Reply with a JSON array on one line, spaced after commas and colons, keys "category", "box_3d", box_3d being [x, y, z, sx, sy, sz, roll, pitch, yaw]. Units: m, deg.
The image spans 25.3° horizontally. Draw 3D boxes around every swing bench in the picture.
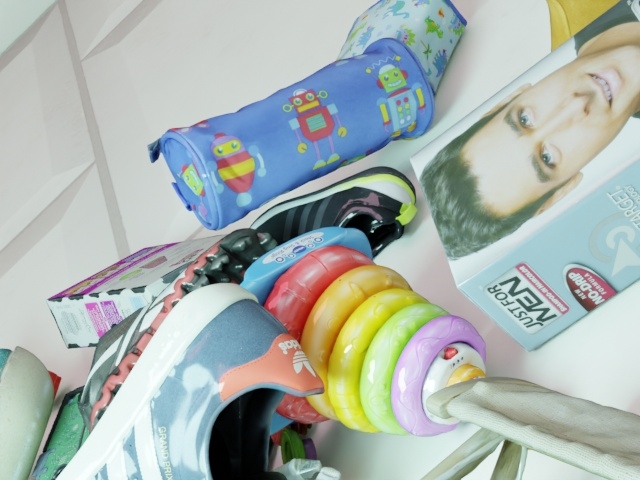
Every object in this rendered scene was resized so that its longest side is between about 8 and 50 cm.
[{"category": "swing bench", "box_3d": [0.152, 0.209, 0.916, 0.254, 0.165, 0.253, -53, 27, -14]}]

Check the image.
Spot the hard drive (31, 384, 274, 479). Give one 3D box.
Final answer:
[{"category": "hard drive", "box_3d": [-0.176, 0.215, 1.496, 0.339, 0.064, 0.237, -26, 33, 34]}]

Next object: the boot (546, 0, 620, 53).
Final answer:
[{"category": "boot", "box_3d": [0.237, -0.215, 1.327, 0.295, 0.211, 0.104, -31, 30, 29]}]

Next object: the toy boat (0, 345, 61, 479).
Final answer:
[{"category": "toy boat", "box_3d": [-0.400, 0.218, 1.675, 0.318, 0.148, 0.267, -93, 24, -68]}]

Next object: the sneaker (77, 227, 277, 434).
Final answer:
[{"category": "sneaker", "box_3d": [-0.151, 0.095, 1.444, 0.276, 0.097, 0.135, -54, 30, -12]}]

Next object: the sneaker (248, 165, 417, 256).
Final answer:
[{"category": "sneaker", "box_3d": [0.000, 0.000, 1.515, 0.235, 0.084, 0.097, -30, 32, 29]}]

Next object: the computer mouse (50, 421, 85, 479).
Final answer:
[{"category": "computer mouse", "box_3d": [-0.234, 0.202, 1.498, 0.071, 0.041, 0.242, -25, 39, 52]}]

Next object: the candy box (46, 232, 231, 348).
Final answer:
[{"category": "candy box", "box_3d": [-0.190, 0.059, 1.657, 0.159, 0.071, 0.233, -30, 13, -36]}]

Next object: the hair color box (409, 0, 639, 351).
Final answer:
[{"category": "hair color box", "box_3d": [0.269, -0.095, 1.194, 0.374, 0.113, 0.185, -37, 37, 17]}]

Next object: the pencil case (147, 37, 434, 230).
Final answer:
[{"category": "pencil case", "box_3d": [-0.027, -0.114, 1.544, 0.306, 0.119, 0.133, -26, -5, -23]}]

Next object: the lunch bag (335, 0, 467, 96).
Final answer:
[{"category": "lunch bag", "box_3d": [0.081, -0.226, 1.698, 0.151, 0.096, 0.128, -5, 47, 40]}]

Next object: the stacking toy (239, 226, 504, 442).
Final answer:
[{"category": "stacking toy", "box_3d": [0.075, 0.109, 1.204, 0.175, 0.165, 0.302, -27, 32, -36]}]

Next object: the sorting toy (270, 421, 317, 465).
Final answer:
[{"category": "sorting toy", "box_3d": [-0.018, 0.180, 1.342, 0.042, 0.061, 0.102, -7, 31, -16]}]

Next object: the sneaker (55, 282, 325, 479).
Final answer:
[{"category": "sneaker", "box_3d": [-0.122, 0.211, 1.176, 0.148, 0.131, 0.350, 38, 108, 21]}]

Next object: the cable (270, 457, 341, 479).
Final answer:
[{"category": "cable", "box_3d": [-0.079, 0.320, 1.183, 0.257, 0.089, 0.257, -23, 35, 40]}]
